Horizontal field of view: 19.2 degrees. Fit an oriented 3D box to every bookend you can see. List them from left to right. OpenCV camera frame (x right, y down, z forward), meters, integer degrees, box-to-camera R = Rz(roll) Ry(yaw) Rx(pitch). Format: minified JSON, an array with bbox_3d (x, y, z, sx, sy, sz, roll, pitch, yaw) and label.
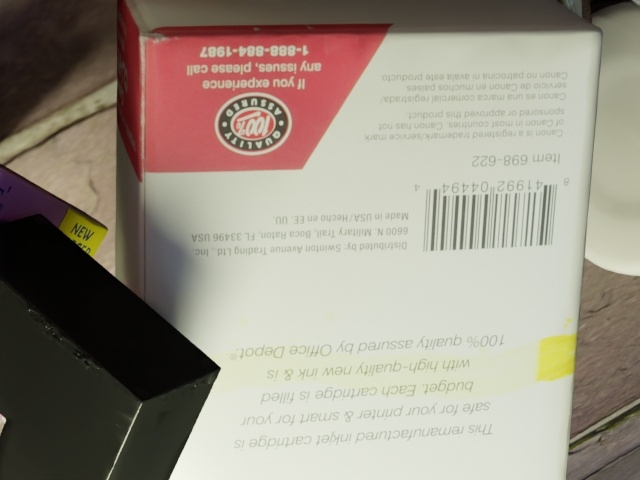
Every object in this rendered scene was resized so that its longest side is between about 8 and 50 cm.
[{"bbox_3d":[-0.160,0.096,1.109,0.072,0.156,0.157,-20,141,-52],"label":"bookend"}]

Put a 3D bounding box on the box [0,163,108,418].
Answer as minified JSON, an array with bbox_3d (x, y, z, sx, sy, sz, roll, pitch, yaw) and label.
[{"bbox_3d":[-0.276,0.046,1.132,0.243,0.117,0.213,-61,152,-4],"label":"box"}]

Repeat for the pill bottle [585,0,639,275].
[{"bbox_3d":[0.381,-0.093,1.626,0.392,0.224,0.224,-5,142,-44],"label":"pill bottle"}]

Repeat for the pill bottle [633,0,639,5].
[{"bbox_3d":[0.297,-0.267,1.350,0.124,0.124,0.221,-6,142,-44],"label":"pill bottle"}]

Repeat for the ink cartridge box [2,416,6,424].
[{"bbox_3d":[-0.175,0.165,1.509,0.109,0.150,0.063,-34,154,0],"label":"ink cartridge box"}]

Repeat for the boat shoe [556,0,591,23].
[{"bbox_3d":[0.141,-0.145,1.416,0.095,0.095,0.257,-24,153,-7],"label":"boat shoe"}]

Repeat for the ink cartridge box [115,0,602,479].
[{"bbox_3d":[0.011,0.035,1.207,0.279,0.160,0.384,-2,109,-13],"label":"ink cartridge box"}]
